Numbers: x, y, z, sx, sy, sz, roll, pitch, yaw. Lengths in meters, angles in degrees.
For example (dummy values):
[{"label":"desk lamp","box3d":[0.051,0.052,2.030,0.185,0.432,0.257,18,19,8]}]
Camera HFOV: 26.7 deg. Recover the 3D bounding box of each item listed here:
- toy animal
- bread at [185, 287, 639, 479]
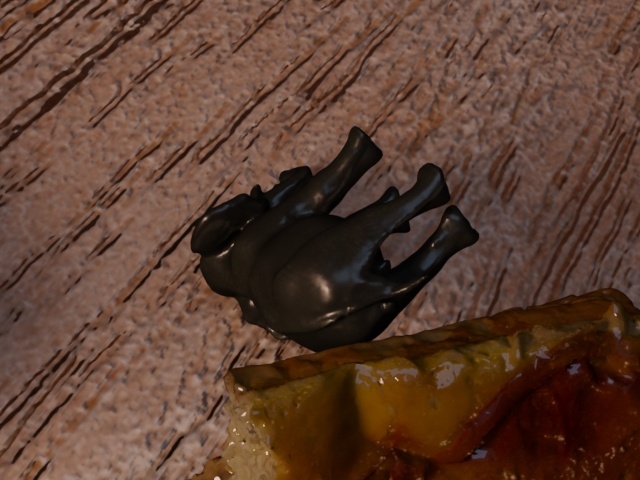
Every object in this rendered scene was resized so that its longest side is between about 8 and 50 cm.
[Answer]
[{"label":"toy animal","box3d":[-0.004,-0.004,0.902,0.146,0.245,0.114,-41,104,-8]},{"label":"bread","box3d":[0.048,0.138,0.816,0.380,0.185,0.109,-12,36,-20]}]
